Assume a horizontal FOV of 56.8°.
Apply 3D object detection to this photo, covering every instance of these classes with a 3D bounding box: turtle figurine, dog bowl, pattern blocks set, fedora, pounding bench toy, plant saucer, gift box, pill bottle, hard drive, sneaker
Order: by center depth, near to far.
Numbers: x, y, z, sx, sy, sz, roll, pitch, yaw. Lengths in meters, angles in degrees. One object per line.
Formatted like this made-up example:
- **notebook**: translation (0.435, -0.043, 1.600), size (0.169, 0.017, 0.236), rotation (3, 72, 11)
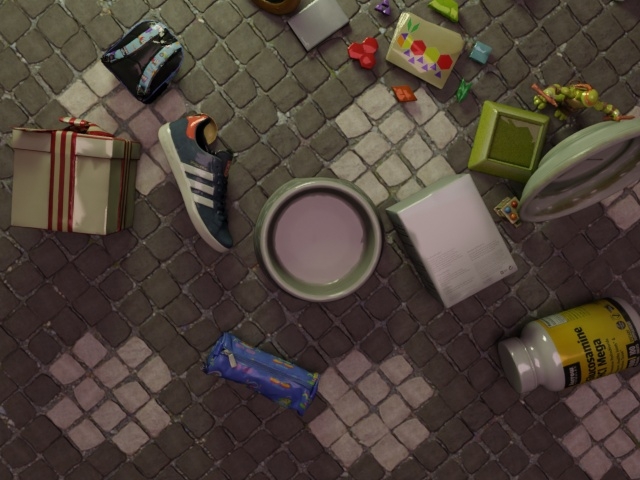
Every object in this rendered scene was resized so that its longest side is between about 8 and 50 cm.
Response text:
- **gift box**: translation (-0.595, -0.159, 1.404), size (0.276, 0.255, 0.258), rotation (7, 97, -7)
- **plant saucer**: translation (0.647, -0.184, 1.428), size (0.400, 0.400, 0.101), rotation (-20, 68, -1)
- **fedora**: translation (-0.116, -0.658, 1.456), size (0.194, 0.194, 0.079), rotation (38, 55, -5)
- **turtle figurine**: translation (0.617, -0.354, 1.464), size (0.269, 0.217, 0.087), rotation (12, 98, -8)
- **sneaker**: translation (-0.268, -0.145, 1.474), size (0.148, 0.131, 0.350), rotation (-21, 100, 5)
- **hard drive**: translation (-0.006, -0.559, 1.515), size (0.135, 0.022, 0.094), rotation (-36, 96, 1)
- **dog bowl**: translation (0.000, 0.000, 1.524), size (0.348, 0.102, 0.349), rotation (0, 96, -3)
- **plant saucer**: translation (-0.307, -0.284, 1.526), size (0.083, 0.015, 0.084), rotation (0, 96, -3)
- **pattern blocks set**: translation (0.265, -0.494, 1.532), size (0.324, 0.026, 0.285), rotation (35, 92, -5)
- **pill bottle**: translation (0.647, 0.279, 1.537), size (0.333, 0.188, 0.188), rotation (-18, 96, -1)
- **plant saucer**: translation (0.504, -0.258, 1.556), size (0.188, 0.045, 0.188), rotation (13, 94, -4)
- **pounding bench toy**: translation (0.511, -0.068, 1.562), size (0.052, 0.065, 0.083), rotation (-41, 96, 1)

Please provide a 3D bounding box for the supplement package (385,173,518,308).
- **supplement package**: translation (0.320, -0.006, 1.491), size (0.199, 0.198, 0.263), rotation (-28, 96, 0)

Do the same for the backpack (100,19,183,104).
- **backpack**: translation (-0.421, -0.442, 1.455), size (0.173, 0.117, 0.158), rotation (-44, 95, 2)

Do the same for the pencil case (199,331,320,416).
- **pencil case**: translation (-0.150, 0.343, 1.531), size (0.306, 0.133, 0.120), rotation (25, 68, -6)
